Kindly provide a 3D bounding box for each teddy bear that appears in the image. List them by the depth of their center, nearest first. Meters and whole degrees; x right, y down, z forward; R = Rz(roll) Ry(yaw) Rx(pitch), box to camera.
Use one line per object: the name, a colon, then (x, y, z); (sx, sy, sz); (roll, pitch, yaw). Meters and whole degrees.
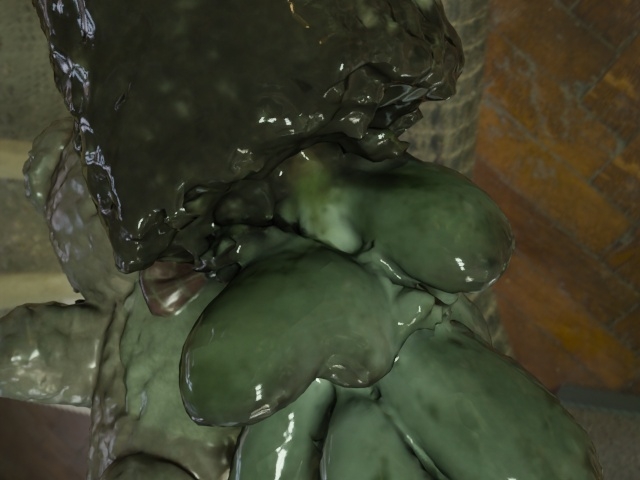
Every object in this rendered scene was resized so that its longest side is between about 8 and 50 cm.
teddy bear: (-0.045, 0.032, 0.519); (0.151, 0.236, 0.267); (89, 172, -77)

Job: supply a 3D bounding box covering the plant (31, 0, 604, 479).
plant: (0.001, -0.002, 0.380); (0.146, 0.149, 0.274); (-24, 82, 35)
